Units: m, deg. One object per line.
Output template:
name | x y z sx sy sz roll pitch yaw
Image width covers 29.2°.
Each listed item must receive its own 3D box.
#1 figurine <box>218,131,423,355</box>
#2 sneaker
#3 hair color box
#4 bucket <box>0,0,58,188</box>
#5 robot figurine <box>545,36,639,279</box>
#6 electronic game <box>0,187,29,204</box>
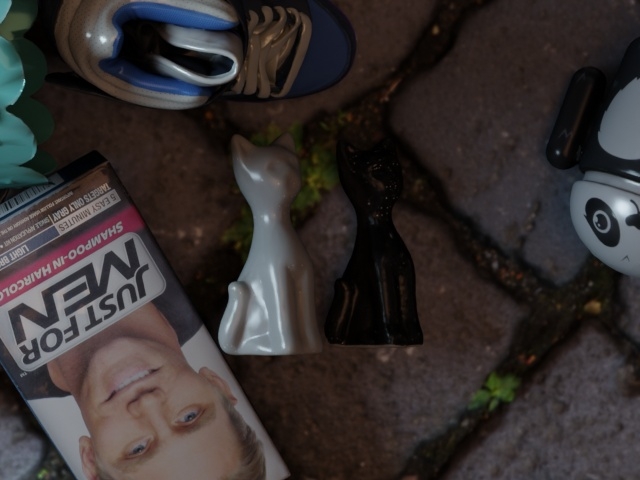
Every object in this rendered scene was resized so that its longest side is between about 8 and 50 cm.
figurine | 0.000 0.000 1.163 0.215 0.092 0.209 0 87 -41
sneaker | -0.079 -0.159 1.055 0.323 0.236 0.130 11 111 -28
hair color box | -0.187 0.110 1.133 0.174 0.105 0.347 -32 107 -9
bucket | -0.325 -0.162 0.997 0.183 0.281 0.281 -8 96 -8
robot figurine | 0.352 -0.095 1.198 0.174 0.209 0.278 22 90 -24
electronic game | -0.379 -0.078 1.139 0.229 0.048 0.229 0 89 -13
